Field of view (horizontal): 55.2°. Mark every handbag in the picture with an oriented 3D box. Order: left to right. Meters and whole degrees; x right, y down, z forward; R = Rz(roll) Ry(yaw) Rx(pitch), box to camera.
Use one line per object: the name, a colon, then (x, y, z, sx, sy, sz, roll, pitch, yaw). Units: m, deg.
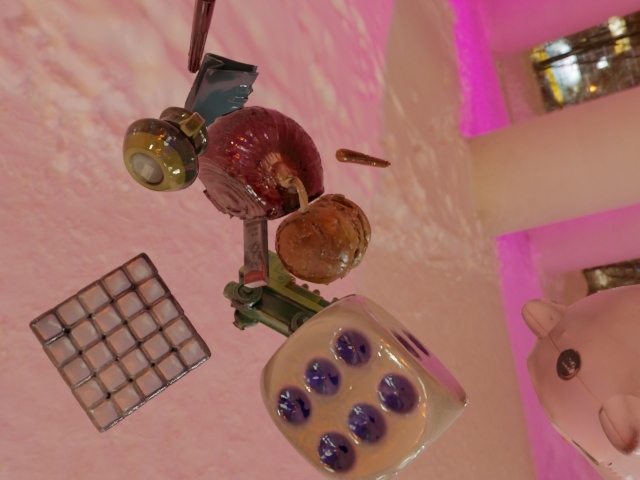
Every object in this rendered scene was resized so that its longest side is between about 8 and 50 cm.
handbag: (-0.254, -0.370, 1.558, 0.144, 0.221, 0.057, 2, 59, -28)

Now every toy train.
toy train: (-0.088, 0.183, 1.741, 0.237, 0.369, 0.150, -47, 155, -39)

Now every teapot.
teapot: (-0.233, -0.152, 0.964, 0.130, 0.166, 0.119, 46, 45, -17)

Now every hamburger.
hamburger: (0.005, 0.005, 1.708, 0.211, 0.261, 0.245, -38, 113, -67)

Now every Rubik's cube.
Rubik's cube: (-0.367, 0.191, 1.164, 0.236, 0.238, 0.237, 56, -16, -1)

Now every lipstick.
lipstick: (-0.166, -0.280, 0.835, 0.027, 0.176, 0.027, 5, 72, -16)

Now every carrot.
carrot: (0.120, -0.214, 1.635, 0.190, 0.037, 0.037, 7, 69, -35)

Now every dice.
dice: (0.084, 0.292, 1.186, 0.304, 0.277, 0.304, 47, 8, 17)

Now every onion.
onion: (-0.129, -0.172, 1.303, 0.256, 0.273, 0.230, -44, 116, -55)

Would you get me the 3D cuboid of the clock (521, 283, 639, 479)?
clock: (0.459, 0.196, 0.767, 0.377, 0.250, 0.368, 24, 23, -21)

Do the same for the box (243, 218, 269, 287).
box: (-0.157, 0.007, 1.495, 0.039, 0.055, 0.218, 38, 42, -56)
